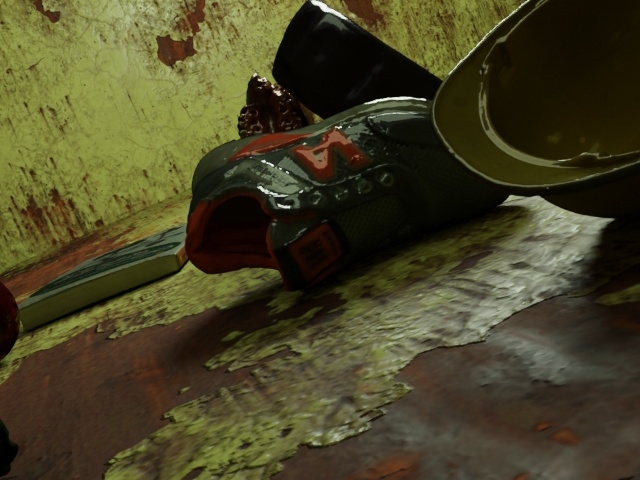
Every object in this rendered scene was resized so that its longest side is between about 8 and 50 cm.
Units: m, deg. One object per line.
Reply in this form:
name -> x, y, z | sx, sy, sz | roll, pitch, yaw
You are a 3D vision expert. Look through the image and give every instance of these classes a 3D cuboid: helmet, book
helmet -> 0.219, -0.084, 0.581 | 0.257, 0.140, 0.205 | -35, 42, 2
book -> -0.316, 0.035, 1.392 | 0.260, 0.043, 0.371 | -21, 10, 5

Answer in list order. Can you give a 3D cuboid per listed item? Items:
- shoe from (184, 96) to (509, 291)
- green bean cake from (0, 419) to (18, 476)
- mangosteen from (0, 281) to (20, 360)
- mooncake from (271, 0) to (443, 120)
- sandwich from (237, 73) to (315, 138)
shoe -> 0.011, -0.028, 0.787 | 0.336, 0.132, 0.171 | -7, 36, 21
green bean cake -> -0.386, 0.157, 0.481 | 0.335, 0.218, 0.319 | -21, 16, 48
mangosteen -> -0.461, 0.107, 1.030 | 0.156, 0.145, 0.181 | -10, 16, 41
mooncake -> 0.065, -0.188, 1.105 | 0.141, 0.283, 0.283 | -56, 5, 10
sandwich -> -0.045, -0.126, 1.225 | 0.109, 0.212, 0.292 | -15, -5, 5
